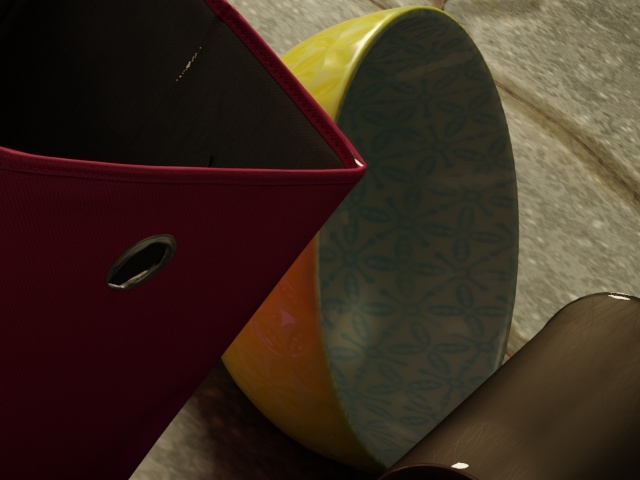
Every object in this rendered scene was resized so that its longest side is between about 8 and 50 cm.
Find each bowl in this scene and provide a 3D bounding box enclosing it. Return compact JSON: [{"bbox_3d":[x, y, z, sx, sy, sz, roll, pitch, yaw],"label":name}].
[{"bbox_3d":[0.000,0.000,1.210,0.156,0.289,0.289,1,9,29],"label":"bowl"}]

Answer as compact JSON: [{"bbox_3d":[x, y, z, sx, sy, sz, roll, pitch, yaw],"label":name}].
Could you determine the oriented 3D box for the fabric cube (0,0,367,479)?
[{"bbox_3d":[-0.189,-0.028,0.934,0.254,0.258,0.259,1,43,-53],"label":"fabric cube"}]

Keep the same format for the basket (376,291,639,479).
[{"bbox_3d":[0.131,0.159,1.151,0.154,0.204,0.227,6,17,34],"label":"basket"}]
